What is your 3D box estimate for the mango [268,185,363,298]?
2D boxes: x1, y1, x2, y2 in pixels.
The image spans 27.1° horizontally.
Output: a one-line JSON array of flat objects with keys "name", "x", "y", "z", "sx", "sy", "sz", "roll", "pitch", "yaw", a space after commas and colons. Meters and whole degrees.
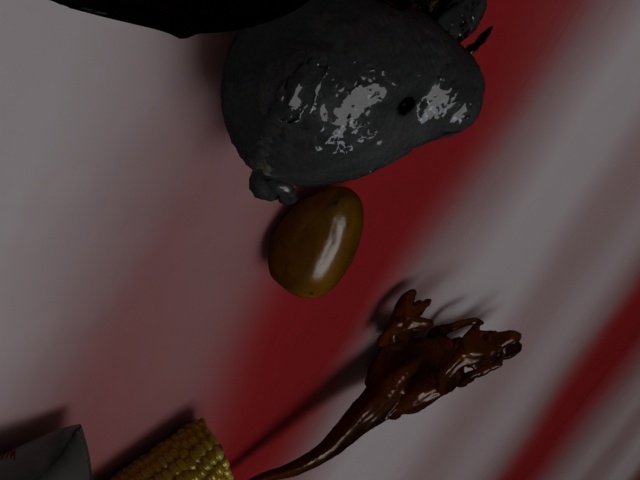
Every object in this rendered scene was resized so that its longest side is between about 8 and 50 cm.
[{"name": "mango", "x": 0.000, "y": 0.000, "z": 1.134, "sx": 0.080, "sy": 0.060, "sz": 0.114, "roll": -25, "pitch": 145, "yaw": -38}]

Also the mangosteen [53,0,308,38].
[{"name": "mangosteen", "x": -0.065, "y": -0.218, "z": 0.597, "sx": 0.211, "sy": 0.211, "sz": 0.250, "roll": 0, "pitch": 101, "yaw": -55}]

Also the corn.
[{"name": "corn", "x": -0.190, "y": 0.264, "z": 1.232, "sx": 0.248, "sy": 0.081, "sz": 0.081, "roll": -36, "pitch": 153, "yaw": -17}]

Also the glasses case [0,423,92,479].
[{"name": "glasses case", "x": -0.294, "y": 0.232, "z": 1.015, "sx": 0.308, "sy": 0.083, "sz": 0.128, "roll": -25, "pitch": 134, "yaw": -59}]

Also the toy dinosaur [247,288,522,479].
[{"name": "toy dinosaur", "x": 0.082, "y": 0.147, "z": 1.436, "sx": 0.432, "sy": 0.097, "sz": 0.208, "roll": -20, "pitch": 155, "yaw": -33}]

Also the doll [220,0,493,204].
[{"name": "doll", "x": 0.074, "y": -0.163, "z": 0.892, "sx": 0.340, "sy": 0.158, "sz": 0.246, "roll": -44, "pitch": 166, "yaw": -7}]
